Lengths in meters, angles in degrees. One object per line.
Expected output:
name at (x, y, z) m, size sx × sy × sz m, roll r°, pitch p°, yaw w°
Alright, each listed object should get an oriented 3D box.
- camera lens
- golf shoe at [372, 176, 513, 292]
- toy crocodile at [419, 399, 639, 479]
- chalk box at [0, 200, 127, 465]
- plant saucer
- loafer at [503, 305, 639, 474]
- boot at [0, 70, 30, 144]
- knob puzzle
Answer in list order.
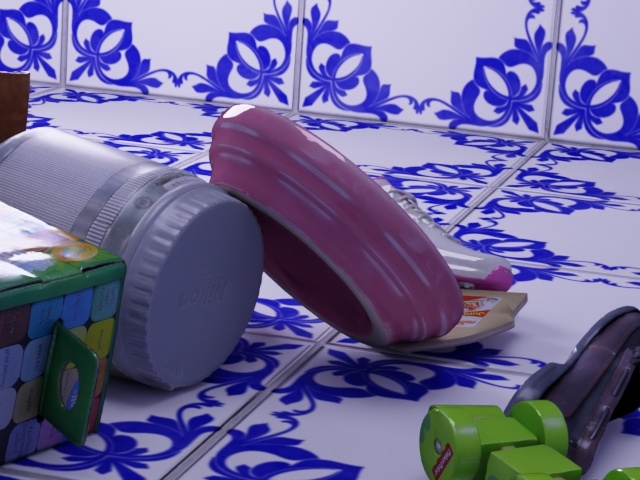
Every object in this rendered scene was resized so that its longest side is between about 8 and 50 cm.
camera lens at (-0.224, 0.015, 1.821) m, size 0.274 × 0.219 × 0.219 m, roll 18°, pitch 19°, yaw 29°
golf shoe at (0.097, -0.008, 2.180) m, size 0.306 × 0.140 × 0.115 m, roll 11°, pitch -12°, yaw 24°
toy crocodile at (0.174, 0.209, 1.435) m, size 0.115 × 0.105 × 0.340 m, roll -2°, pitch 19°, yaw -26°
chalk box at (-0.297, 0.084, 1.588) m, size 0.289 × 0.180 × 0.179 m, roll 24°, pitch 22°, yaw 28°
plant saucer at (0.000, 0.000, 1.863) m, size 0.084 × 0.332 × 0.332 m, roll -49°, pitch 35°, yaw -14°
loafer at (0.270, 0.153, 1.716) m, size 0.095 × 0.109 × 0.302 m, roll 31°, pitch 30°, yaw 21°
boot at (-0.386, -0.041, 1.906) m, size 0.096 × 0.280 × 0.264 m, roll 11°, pitch 15°, yaw 27°
knob puzzle at (0.127, 0.098, 2.006) m, size 0.213 × 0.030 × 0.213 m, roll -4°, pitch 16°, yaw 1°
